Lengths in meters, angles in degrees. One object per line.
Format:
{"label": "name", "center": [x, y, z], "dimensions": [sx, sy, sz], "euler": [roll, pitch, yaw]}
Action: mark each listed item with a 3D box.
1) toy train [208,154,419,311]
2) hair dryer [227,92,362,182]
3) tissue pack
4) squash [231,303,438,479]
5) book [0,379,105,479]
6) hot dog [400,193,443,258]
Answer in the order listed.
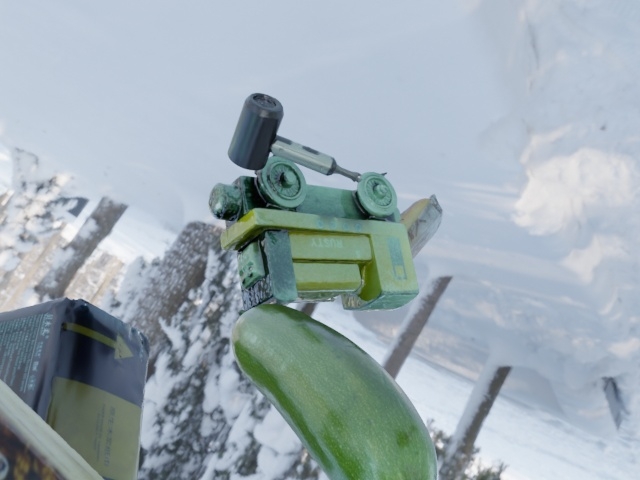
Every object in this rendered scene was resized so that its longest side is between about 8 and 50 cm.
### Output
{"label": "toy train", "center": [0.000, 0.000, 0.964], "dimensions": [0.397, 0.253, 0.160], "euler": [4, 159, -37]}
{"label": "hair dryer", "center": [-0.027, -0.129, 0.792], "dimensions": [0.198, 0.057, 0.100], "euler": [21, 128, -11]}
{"label": "tissue pack", "center": [-0.439, 0.324, 0.854], "dimensions": [0.264, 0.416, 0.253], "euler": [-15, 148, 14]}
{"label": "squash", "center": [-0.008, 0.141, 0.572], "dimensions": [0.107, 0.107, 0.395], "euler": [39, 173, -29]}
{"label": "book", "center": [-0.338, 0.320, 0.422], "dimensions": [0.300, 0.427, 0.039], "euler": [27, 176, 26]}
{"label": "hot dog", "center": [0.179, 0.007, 1.244], "dimensions": [0.082, 0.270, 0.162], "euler": [38, 160, 18]}
